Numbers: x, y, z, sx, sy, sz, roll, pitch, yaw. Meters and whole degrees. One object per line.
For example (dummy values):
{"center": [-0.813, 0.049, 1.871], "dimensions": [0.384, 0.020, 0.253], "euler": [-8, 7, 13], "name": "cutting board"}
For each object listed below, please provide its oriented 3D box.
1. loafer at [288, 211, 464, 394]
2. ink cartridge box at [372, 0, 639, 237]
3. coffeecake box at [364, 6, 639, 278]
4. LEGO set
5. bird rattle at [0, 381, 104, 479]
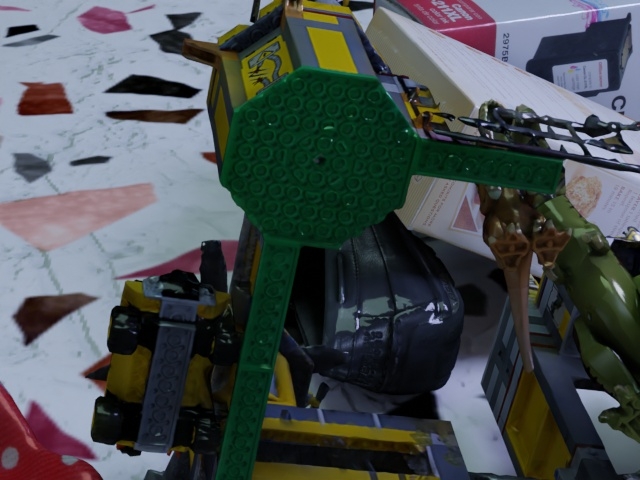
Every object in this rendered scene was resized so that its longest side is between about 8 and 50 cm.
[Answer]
{"center": [0.000, 0.000, 0.850], "dimensions": [0.078, 0.076, 0.223], "euler": [1, 29, -20], "name": "loafer"}
{"center": [0.120, -0.084, 0.965], "dimensions": [0.175, 0.127, 0.072], "euler": [-10, 30, -21], "name": "ink cartridge box"}
{"center": [0.112, -0.033, 0.849], "dimensions": [0.185, 0.068, 0.142], "euler": [20, 18, -25], "name": "coffeecake box"}
{"center": [0.077, 0.007, 0.656], "dimensions": [0.331, 0.255, 0.192], "euler": [0, 28, -8], "name": "LEGO set"}
{"center": [-0.163, 0.155, 0.541], "dimensions": [0.254, 0.143, 0.207], "euler": [1, 35, -30], "name": "bird rattle"}
